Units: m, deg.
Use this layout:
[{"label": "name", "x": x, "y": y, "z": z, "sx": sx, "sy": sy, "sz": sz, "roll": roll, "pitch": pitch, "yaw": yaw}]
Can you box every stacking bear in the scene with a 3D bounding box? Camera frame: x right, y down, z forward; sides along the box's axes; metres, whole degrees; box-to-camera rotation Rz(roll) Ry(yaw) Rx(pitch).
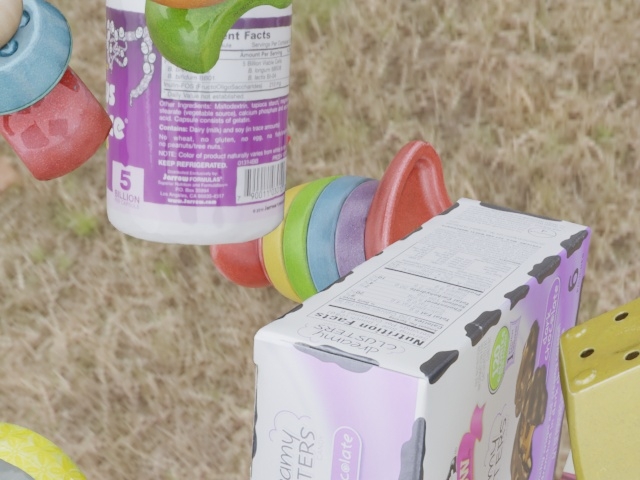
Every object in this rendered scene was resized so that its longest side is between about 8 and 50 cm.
[{"label": "stacking bear", "x": 0.000, "y": 0.000, "z": 1.484, "sx": 0.289, "sy": 0.175, "sz": 0.164, "roll": 0, "pitch": 44, "yaw": 38}]

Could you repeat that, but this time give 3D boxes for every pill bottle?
[{"label": "pill bottle", "x": -0.111, "y": -0.159, "z": 1.200, "sx": 0.169, "sy": 0.169, "sz": 0.301, "roll": 6, "pitch": 104, "yaw": 13}]

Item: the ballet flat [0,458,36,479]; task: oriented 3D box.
[{"label": "ballet flat", "x": -0.325, "y": 0.207, "z": 1.138, "sx": 0.213, "sy": 0.068, "sz": 0.072, "roll": 22, "pitch": 102, "yaw": 27}]

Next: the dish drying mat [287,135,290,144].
[{"label": "dish drying mat", "x": -0.059, "y": -0.098, "z": 1.539, "sx": 0.032, "sy": 0.008, "sz": 0.083, "roll": -8, "pitch": 28, "yaw": 22}]

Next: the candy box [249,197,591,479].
[{"label": "candy box", "x": 0.044, "y": 0.089, "z": 0.559, "sx": 0.070, "sy": 0.196, "sz": 0.165, "roll": 14, "pitch": 112, "yaw": 24}]

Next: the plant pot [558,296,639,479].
[{"label": "plant pot", "x": 0.124, "y": 0.065, "z": 0.467, "sx": 0.081, "sy": 0.083, "sz": 0.081, "roll": -27, "pitch": 17, "yaw": 16}]

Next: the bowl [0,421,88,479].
[{"label": "bowl", "x": -0.465, "y": 0.415, "z": 1.853, "sx": 0.289, "sy": 0.289, "sz": 0.156, "roll": 6, "pitch": 22, "yaw": 15}]

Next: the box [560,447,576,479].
[{"label": "box", "x": 0.350, "y": 0.369, "z": 1.563, "sx": 0.127, "sy": 0.148, "sz": 0.232, "roll": 19, "pitch": 89, "yaw": -25}]

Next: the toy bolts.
[{"label": "toy bolts", "x": -0.163, "y": -0.179, "z": 0.835, "sx": 0.218, "sy": 0.158, "sz": 0.228, "roll": 41, "pitch": 77, "yaw": 23}]
